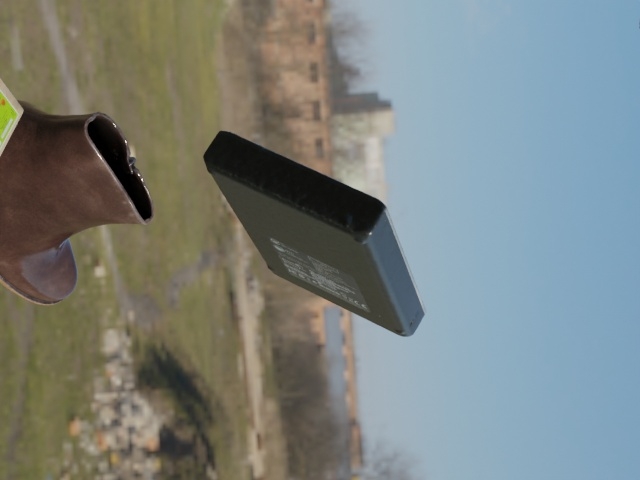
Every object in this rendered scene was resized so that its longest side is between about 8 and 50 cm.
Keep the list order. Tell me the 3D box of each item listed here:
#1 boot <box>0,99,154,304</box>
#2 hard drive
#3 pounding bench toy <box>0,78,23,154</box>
[{"bbox_3d":[-0.240,-0.023,1.276,0.090,0.206,0.248,-52,136,-36],"label":"boot"},{"bbox_3d":[0.000,0.000,0.686,0.022,0.094,0.135,-58,158,-14],"label":"hard drive"},{"bbox_3d":[-0.231,-0.063,0.809,0.052,0.065,0.083,60,41,-48],"label":"pounding bench toy"}]
